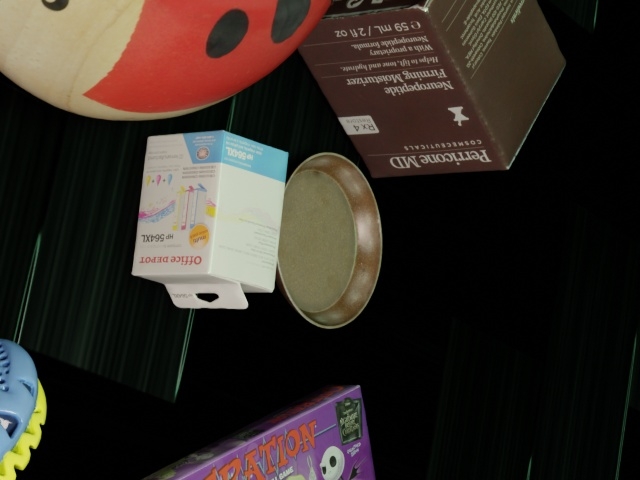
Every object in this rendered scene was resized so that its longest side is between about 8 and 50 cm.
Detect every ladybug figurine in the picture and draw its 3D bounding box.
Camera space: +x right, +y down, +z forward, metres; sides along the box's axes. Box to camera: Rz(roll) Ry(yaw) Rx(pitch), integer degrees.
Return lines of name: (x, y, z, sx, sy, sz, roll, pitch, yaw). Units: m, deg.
ladybug figurine: (-0.115, -0.255, 1.614, 0.449, 0.162, 0.305, -19, 104, -51)

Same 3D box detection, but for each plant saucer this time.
plant saucer: (0.000, 0.000, 1.867, 0.168, 0.029, 0.168, 1, 89, -52)

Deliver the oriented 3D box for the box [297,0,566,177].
box: (0.105, -0.192, 1.896, 0.203, 0.168, 0.167, 59, 45, -32)

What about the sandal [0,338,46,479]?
sandal: (-0.317, 0.155, 1.377, 0.317, 0.126, 0.138, -45, 119, -45)

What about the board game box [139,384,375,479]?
board game box: (-0.062, 0.278, 1.765, 0.347, 0.056, 0.208, -23, 103, -50)

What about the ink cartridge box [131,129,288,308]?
ink cartridge box: (-0.096, -0.014, 1.689, 0.090, 0.092, 0.143, 18, 74, -51)
